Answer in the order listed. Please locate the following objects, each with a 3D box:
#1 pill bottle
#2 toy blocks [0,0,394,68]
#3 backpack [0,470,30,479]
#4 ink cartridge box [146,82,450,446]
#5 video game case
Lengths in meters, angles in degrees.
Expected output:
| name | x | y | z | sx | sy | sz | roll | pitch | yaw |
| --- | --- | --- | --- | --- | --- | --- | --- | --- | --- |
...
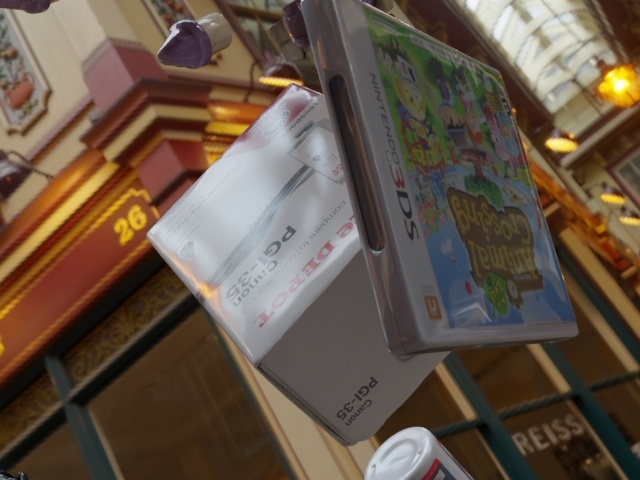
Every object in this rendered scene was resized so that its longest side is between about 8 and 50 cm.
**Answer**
| name | x | y | z | sx | sy | sz | roll | pitch | yaw |
| --- | --- | --- | --- | --- | --- | --- | --- | --- | --- |
| pill bottle | 0.149 | 0.332 | 1.102 | 0.108 | 0.180 | 0.108 | -37 | 17 | 13 |
| toy blocks | -0.156 | -0.263 | 0.779 | 0.289 | 0.308 | 0.260 | -11 | 21 | 45 |
| backpack | -0.191 | 0.157 | 0.396 | 0.114 | 0.105 | 0.084 | 13 | -84 | -30 |
| ink cartridge box | 0.000 | 0.000 | 0.713 | 0.207 | 0.283 | 0.117 | -47 | -58 | -5 |
| video game case | 0.079 | -0.033 | 0.511 | 0.023 | 0.193 | 0.212 | -22 | -16 | 32 |
